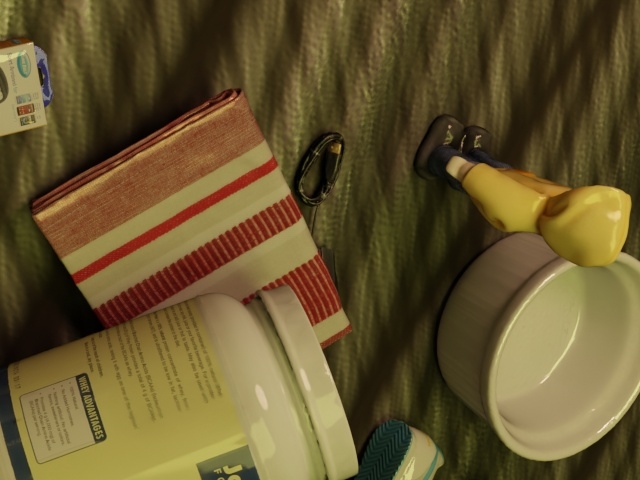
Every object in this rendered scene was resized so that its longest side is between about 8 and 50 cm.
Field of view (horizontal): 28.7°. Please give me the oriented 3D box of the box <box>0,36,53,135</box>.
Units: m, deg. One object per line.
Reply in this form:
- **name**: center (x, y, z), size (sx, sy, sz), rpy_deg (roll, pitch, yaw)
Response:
- **box**: center (-0.306, -0.133, 1.131), size (0.136, 0.028, 0.081), rpy_deg (-17, 118, -25)

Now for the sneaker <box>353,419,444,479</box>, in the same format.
- **sneaker**: center (0.072, 0.337, 1.546), size (0.092, 0.087, 0.228), rpy_deg (31, 93, -40)

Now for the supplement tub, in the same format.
- **supplement tub**: center (-0.150, 0.188, 1.196), size (0.325, 0.235, 0.235), rpy_deg (-20, 121, -8)

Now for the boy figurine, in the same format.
- **boy figurine**: center (0.216, -0.054, 1.352), size (0.177, 0.285, 0.092), rpy_deg (17, 100, -34)

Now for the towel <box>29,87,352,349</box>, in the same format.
- **towel**: center (-0.122, 0.030, 1.293), size (0.237, 0.037, 0.329), rpy_deg (-30, 125, -7)

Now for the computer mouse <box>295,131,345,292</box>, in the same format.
- **computer mouse**: center (0.000, 0.000, 1.384), size (0.071, 0.041, 0.242), rpy_deg (-5, 111, -32)

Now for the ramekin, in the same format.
- **ramekin**: center (0.278, 0.121, 1.562), size (0.277, 0.135, 0.277), rpy_deg (-14, 117, -29)
